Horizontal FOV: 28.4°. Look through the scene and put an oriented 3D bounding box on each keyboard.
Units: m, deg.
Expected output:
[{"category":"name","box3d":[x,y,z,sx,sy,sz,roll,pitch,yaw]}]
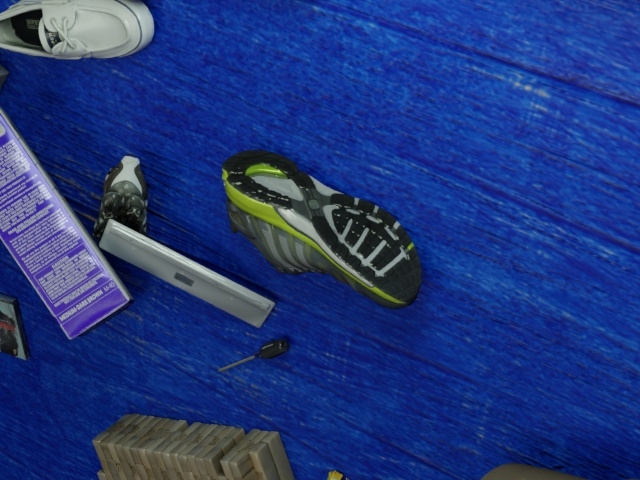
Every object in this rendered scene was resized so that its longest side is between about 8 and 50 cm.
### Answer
[{"category":"keyboard","box3d":[-0.187,0.048,1.762,0.256,0.014,0.072,28,148,-4]}]

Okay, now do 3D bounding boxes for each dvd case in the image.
[{"category":"dvd case","box3d":[-0.536,0.141,2.136,0.087,0.013,0.119,14,123,30]}]

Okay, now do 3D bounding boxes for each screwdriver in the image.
[{"category":"screwdriver","box3d":[-0.101,0.167,1.830,0.170,0.024,0.025,-19,75,49]}]

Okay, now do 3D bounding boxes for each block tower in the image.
[{"category":"block tower","box3d":[-0.208,0.340,1.962,0.336,0.091,0.097,-1,115,36]}]

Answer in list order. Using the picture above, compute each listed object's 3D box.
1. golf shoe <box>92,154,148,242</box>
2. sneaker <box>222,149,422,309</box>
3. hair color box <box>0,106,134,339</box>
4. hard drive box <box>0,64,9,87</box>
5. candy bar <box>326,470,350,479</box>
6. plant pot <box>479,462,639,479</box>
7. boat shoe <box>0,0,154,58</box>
[{"category":"golf shoe","box3d":[-0.276,-0.052,1.795,0.077,0.093,0.198,11,157,-13]},{"category":"sneaker","box3d":[0.000,0.000,1.606,0.300,0.111,0.121,35,142,22]},{"category":"hair color box","box3d":[-0.403,-0.025,1.802,0.338,0.110,0.185,57,173,-1]},{"category":"hard drive box","box3d":[-0.602,-0.250,1.864,0.232,0.089,0.181,43,118,6]},{"category":"candy bar","box3d":[0.009,0.401,1.888,0.040,0.018,0.161,31,130,13]},{"category":"plant pot","box3d":[0.294,0.384,1.540,0.229,0.263,0.263,23,130,47]},{"category":"boat shoe","box3d":[-0.336,-0.277,1.683,0.258,0.084,0.095,2,117,36]}]
